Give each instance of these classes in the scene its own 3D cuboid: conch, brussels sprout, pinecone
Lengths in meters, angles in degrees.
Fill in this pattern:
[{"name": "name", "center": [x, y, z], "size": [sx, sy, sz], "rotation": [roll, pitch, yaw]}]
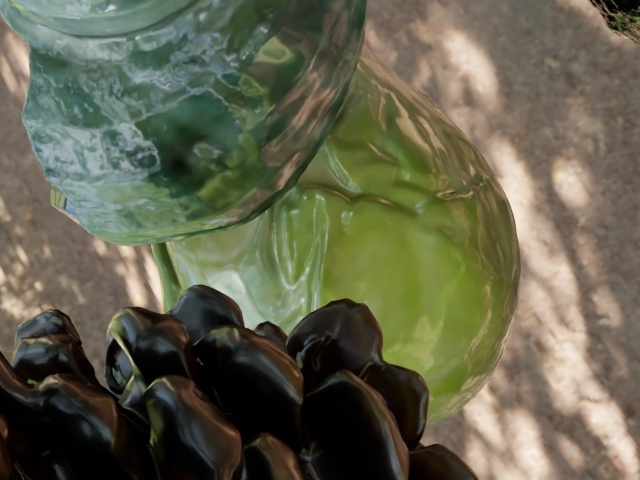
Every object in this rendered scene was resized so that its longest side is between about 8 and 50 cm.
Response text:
[{"name": "conch", "center": [-0.078, -0.134, 0.619], "size": [0.195, 0.220, 0.277], "rotation": [34, 159, 23]}, {"name": "brussels sprout", "center": [0.000, 0.000, 0.929], "size": [0.344, 0.268, 0.344], "rotation": [52, -171, -11]}, {"name": "pinecone", "center": [-0.067, 0.132, 0.474], "size": [0.224, 0.272, 0.224], "rotation": [11, 104, 50]}]

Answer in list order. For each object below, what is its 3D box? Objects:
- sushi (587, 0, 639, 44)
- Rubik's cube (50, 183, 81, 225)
[{"name": "sushi", "center": [0.195, -0.200, 0.702], "size": [0.225, 0.124, 0.127], "rotation": [51, 171, -36]}, {"name": "Rubik's cube", "center": [-0.178, -0.051, 1.067], "size": [0.111, 0.111, 0.093], "rotation": [43, 152, 35]}]
